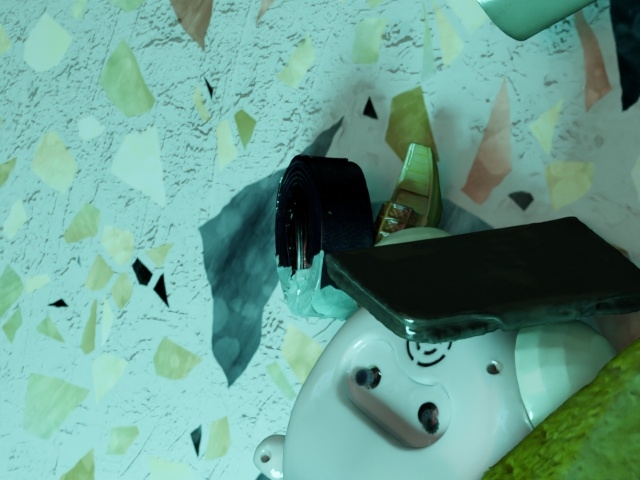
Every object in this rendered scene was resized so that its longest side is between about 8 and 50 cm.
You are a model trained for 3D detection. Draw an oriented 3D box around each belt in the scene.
[{"bbox_3d":[0.000,0.000,1.810,0.151,0.078,0.198,127,142,-53],"label":"belt"}]

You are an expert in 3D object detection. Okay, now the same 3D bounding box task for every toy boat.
[{"bbox_3d":[0.094,-0.024,1.786,0.065,0.066,0.172,20,90,43],"label":"toy boat"}]

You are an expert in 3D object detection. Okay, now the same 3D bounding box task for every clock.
[{"bbox_3d":[0.123,0.178,1.643,0.342,0.184,0.326,36,96,34],"label":"clock"}]

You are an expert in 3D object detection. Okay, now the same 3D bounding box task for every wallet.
[{"bbox_3d":[0.173,0.038,1.551,0.165,0.309,0.042,45,133,47],"label":"wallet"}]

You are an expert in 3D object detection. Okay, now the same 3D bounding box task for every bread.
[{"bbox_3d":[0.293,0.254,1.402,0.361,0.233,0.245,-50,13,12],"label":"bread"}]

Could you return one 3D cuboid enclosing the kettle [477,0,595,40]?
[{"bbox_3d":[0.282,-0.359,1.683,0.255,0.165,0.240,-29,32,29],"label":"kettle"}]
